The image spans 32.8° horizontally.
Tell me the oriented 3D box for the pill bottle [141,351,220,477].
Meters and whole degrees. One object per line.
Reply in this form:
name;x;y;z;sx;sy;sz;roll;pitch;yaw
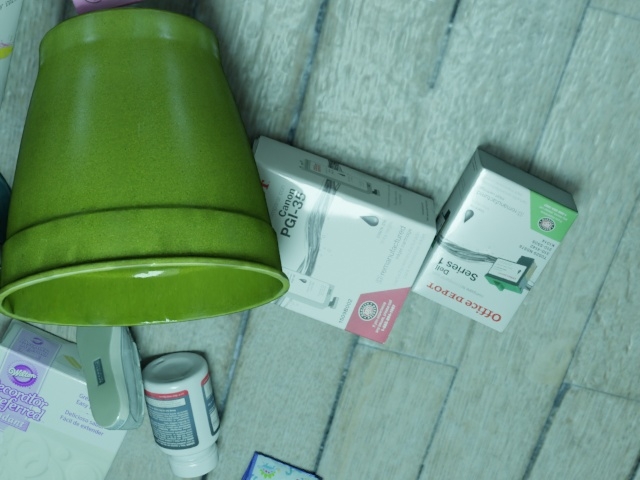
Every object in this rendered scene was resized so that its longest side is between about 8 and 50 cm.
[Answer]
pill bottle;-0.217;0.279;1.727;0.107;0.108;0.180;-6;113;6

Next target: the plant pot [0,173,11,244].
plant pot;-0.604;0.010;1.552;0.271;0.255;0.272;1;114;3

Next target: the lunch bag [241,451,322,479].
lunch bag;-0.081;0.443;1.801;0.128;0.096;0.151;23;84;-7

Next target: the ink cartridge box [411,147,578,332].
ink cartridge box;0.247;0.003;1.585;0.160;0.093;0.219;24;113;-7

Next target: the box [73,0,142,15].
box;-0.232;-0.431;1.359;0.213;0.117;0.243;-13;113;8

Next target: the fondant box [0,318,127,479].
fondant box;-0.453;0.321;1.768;0.238;0.096;0.330;24;112;-8

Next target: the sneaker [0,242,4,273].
sneaker;-0.346;0.021;1.581;0.330;0.122;0.146;14;77;-32

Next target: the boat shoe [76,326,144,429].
boat shoe;-0.315;0.185;1.668;0.079;0.228;0.081;-25;152;22

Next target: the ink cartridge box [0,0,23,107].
ink cartridge box;-0.503;-0.237;1.427;0.119;0.207;0.354;28;125;4

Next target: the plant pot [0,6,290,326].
plant pot;-0.236;-0.095;1.411;0.366;0.366;0.353;-7;75;7

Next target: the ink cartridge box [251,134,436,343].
ink cartridge box;0.000;0.000;1.585;0.282;0.117;0.207;20;114;-6
